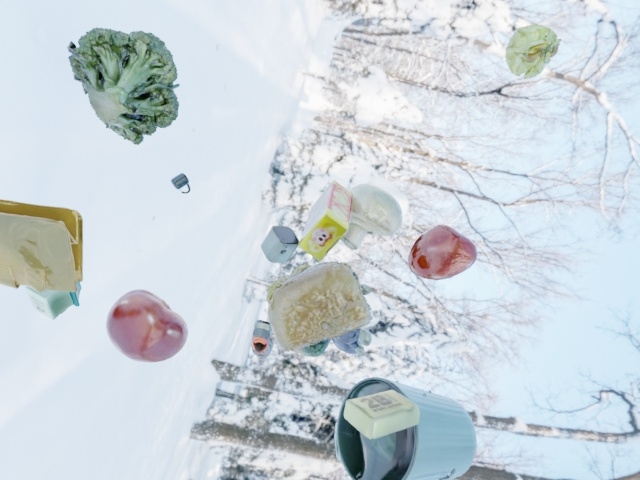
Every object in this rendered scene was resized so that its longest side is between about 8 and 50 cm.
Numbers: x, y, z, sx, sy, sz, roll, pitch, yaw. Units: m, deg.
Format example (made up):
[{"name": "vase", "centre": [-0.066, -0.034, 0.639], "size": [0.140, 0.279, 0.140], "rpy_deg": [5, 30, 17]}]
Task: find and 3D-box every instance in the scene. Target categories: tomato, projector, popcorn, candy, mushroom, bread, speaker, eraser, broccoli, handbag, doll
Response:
[{"name": "tomato", "centre": [-0.651, 0.331, 1.549], "size": [0.226, 0.298, 0.299], "rpy_deg": [-47, 175, -16]}, {"name": "projector", "centre": [-0.124, 0.012, 1.272], "size": [0.082, 0.083, 0.083], "rpy_deg": [-55, -128, 32]}, {"name": "tomato", "centre": [0.323, 0.028, 1.132], "size": [0.174, 0.166, 0.082], "rpy_deg": [-41, 142, -5]}, {"name": "popcorn", "centre": [0.593, -0.539, 1.175], "size": [0.162, 0.135, 0.141], "rpy_deg": [-38, 171, -45]}, {"name": "candy", "centre": [0.022, -0.068, 1.280], "size": [0.146, 0.088, 0.276], "rpy_deg": [-47, -166, 27]}, {"name": "mushroom", "centre": [0.160, -0.075, 1.482], "size": [0.260, 0.253, 0.235], "rpy_deg": [31, 83, -56]}, {"name": "bread", "centre": [0.000, 0.137, 0.972], "size": [0.195, 0.246, 0.176], "rpy_deg": [145, -71, -85]}, {"name": "speaker", "centre": [-0.658, -0.269, 1.971], "size": [0.075, 0.094, 0.060], "rpy_deg": [-37, 171, -17]}, {"name": "eraser", "centre": [0.160, 0.445, 1.075], "size": [0.117, 0.172, 0.058], "rpy_deg": [14, -82, 54]}, {"name": "broccoli", "centre": [-0.548, -0.432, 1.179], "size": [0.284, 0.303, 0.321], "rpy_deg": [-94, 167, -52]}, {"name": "handbag", "centre": [-0.927, 0.015, 1.222], "size": [0.133, 0.400, 0.283], "rpy_deg": [-107, -153, -60]}, {"name": "doll", "centre": [0.113, 0.357, 1.657], "size": [0.258, 0.153, 0.228], "rpy_deg": [77, -6, -64]}]

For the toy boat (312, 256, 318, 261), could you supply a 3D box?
[{"name": "toy boat", "centre": [0.000, 0.000, 1.649], "size": [0.077, 0.075, 0.186], "rpy_deg": [-148, -119, -62]}]

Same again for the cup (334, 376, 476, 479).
[{"name": "cup", "centre": [0.251, 0.617, 1.349], "size": [0.400, 0.392, 0.311], "rpy_deg": [-1, -109, 51]}]

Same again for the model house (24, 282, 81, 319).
[{"name": "model house", "centre": [-0.905, 0.180, 1.435], "size": [0.149, 0.126, 0.101], "rpy_deg": [-43, 143, -47]}]

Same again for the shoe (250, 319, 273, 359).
[{"name": "shoe", "centre": [-0.192, 0.336, 1.322], "size": [0.077, 0.074, 0.195], "rpy_deg": [-80, 180, -46]}]

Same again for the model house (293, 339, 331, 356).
[{"name": "model house", "centre": [-0.072, 0.309, 1.845], "size": [0.312, 0.245, 0.280], "rpy_deg": [-53, 137, -35]}]
